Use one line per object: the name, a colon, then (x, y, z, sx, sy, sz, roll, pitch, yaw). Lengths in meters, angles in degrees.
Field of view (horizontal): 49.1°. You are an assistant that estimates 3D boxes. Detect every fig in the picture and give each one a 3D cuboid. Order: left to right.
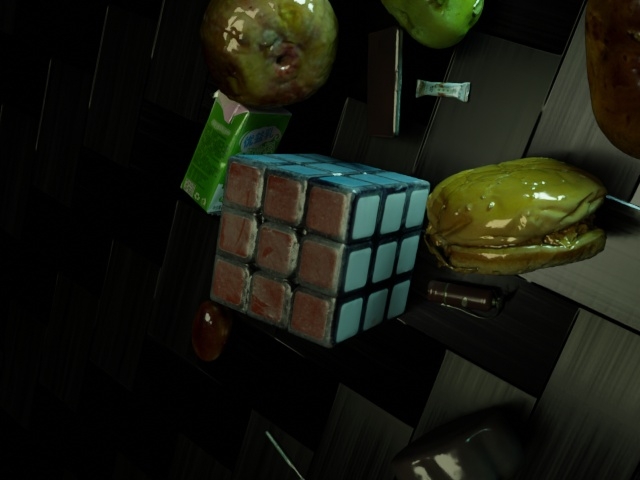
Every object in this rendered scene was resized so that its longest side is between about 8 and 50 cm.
fig: (-0.110, -0.459, 1.471, 0.286, 0.286, 0.368, -47, 34, 29)

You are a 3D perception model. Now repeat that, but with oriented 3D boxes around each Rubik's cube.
Rubik's cube: (0.000, 0.000, 1.389, 0.305, 0.301, 0.303, 19, 108, 30)

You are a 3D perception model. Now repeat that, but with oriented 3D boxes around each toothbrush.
toothbrush: (-0.083, 0.527, 1.687, 0.167, 0.014, 0.011, 49, 129, 19)

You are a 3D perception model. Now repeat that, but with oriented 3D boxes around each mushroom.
mushroom: (0.561, -0.297, 1.049, 0.346, 0.259, 0.345, 10, 125, 15)

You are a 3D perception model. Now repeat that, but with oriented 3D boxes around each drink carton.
drink carton: (-0.197, -0.197, 1.577, 0.108, 0.161, 0.271, 38, 116, 25)

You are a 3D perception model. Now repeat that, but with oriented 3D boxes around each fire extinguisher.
fire extinguisher: (0.288, 0.116, 1.366, 0.157, 0.045, 0.078, 8, 129, 32)

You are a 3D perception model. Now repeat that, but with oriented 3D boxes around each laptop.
laptop: (0.127, -0.307, 1.375, 0.154, 0.026, 0.207, -154, 63, -70)

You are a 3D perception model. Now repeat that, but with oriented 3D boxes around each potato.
potato: (0.197, -0.475, 1.286, 0.186, 0.149, 0.253, -14, 96, 59)

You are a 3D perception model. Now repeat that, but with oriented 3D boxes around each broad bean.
broad bean: (-0.274, 0.223, 1.738, 0.114, 0.085, 0.165, 50, 128, 37)

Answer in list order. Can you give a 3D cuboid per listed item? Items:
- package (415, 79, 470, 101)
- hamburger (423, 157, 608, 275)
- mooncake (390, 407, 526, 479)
package: (0.236, -0.292, 1.360, 0.110, 0.015, 0.037, 12, 98, 31)
hamburger: (0.314, -0.040, 1.161, 0.319, 0.319, 0.158, -3, 106, 34)
mooncake: (0.259, 0.410, 1.313, 0.245, 0.245, 0.133, -39, 78, 32)
